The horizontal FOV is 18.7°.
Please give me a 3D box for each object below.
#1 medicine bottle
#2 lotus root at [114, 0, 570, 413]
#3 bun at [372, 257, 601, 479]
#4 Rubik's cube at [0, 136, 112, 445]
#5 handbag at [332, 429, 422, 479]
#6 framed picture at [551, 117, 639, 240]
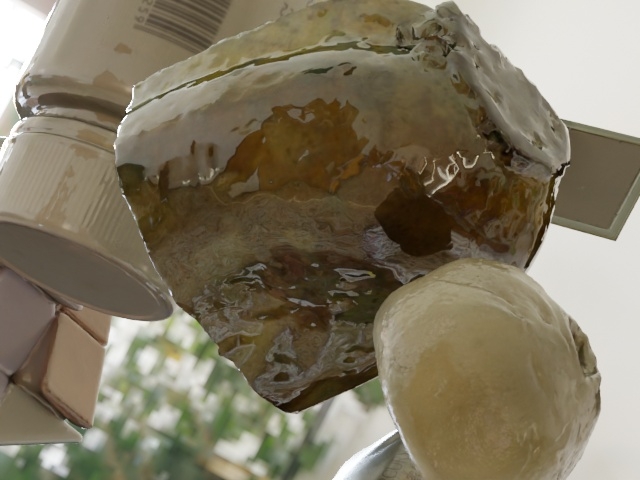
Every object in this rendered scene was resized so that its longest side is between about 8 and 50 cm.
[{"bbox_3d":[-0.131,-0.122,1.560,0.208,0.340,0.208,20,-19,7],"label":"medicine bottle"},{"bbox_3d":[0.036,-0.018,1.313,0.260,0.149,0.267,-22,-60,23],"label":"lotus root"},{"bbox_3d":[0.110,0.089,1.166,0.166,0.113,0.173,65,17,-6],"label":"bun"},{"bbox_3d":[-0.415,0.056,2.090,0.387,0.368,0.358,17,-23,44],"label":"Rubik's cube"},{"bbox_3d":[0.045,0.235,1.531,0.117,0.270,0.182,47,-52,-5],"label":"handbag"},{"bbox_3d":[0.238,-0.069,1.960,0.183,0.142,0.011,16,-38,23],"label":"framed picture"}]
